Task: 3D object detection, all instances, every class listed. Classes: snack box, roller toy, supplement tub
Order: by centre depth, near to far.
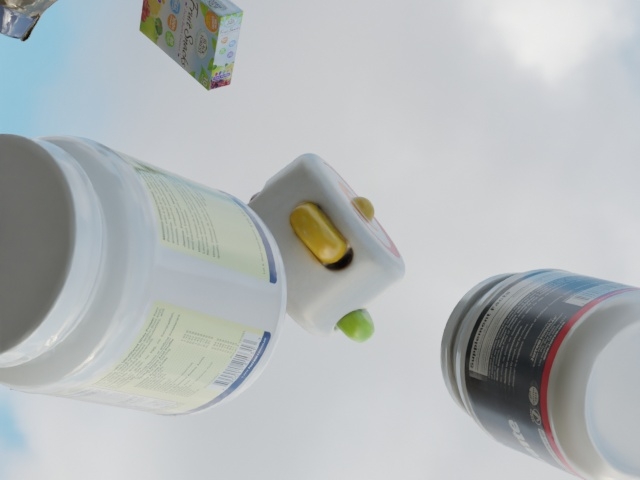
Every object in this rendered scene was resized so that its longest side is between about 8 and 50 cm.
[{"bbox_3d":[-0.204,0.035,1.498,0.235,0.325,0.235,-7,-105,29],"label":"supplement tub"},{"bbox_3d":[0.252,0.129,1.576,0.272,0.191,0.191,-166,-99,-67],"label":"supplement tub"},{"bbox_3d":[-0.150,-0.251,1.833,0.141,0.037,0.100,42,-43,32],"label":"snack box"},{"bbox_3d":[0.000,0.000,1.855,0.146,0.209,0.191,-39,-137,7],"label":"roller toy"}]

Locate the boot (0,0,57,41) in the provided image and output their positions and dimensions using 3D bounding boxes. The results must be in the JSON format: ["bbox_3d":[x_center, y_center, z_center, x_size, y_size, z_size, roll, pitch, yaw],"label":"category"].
[{"bbox_3d":[-0.264,-0.218,1.094,0.106,0.219,0.082,-53,-158,28],"label":"boot"}]
